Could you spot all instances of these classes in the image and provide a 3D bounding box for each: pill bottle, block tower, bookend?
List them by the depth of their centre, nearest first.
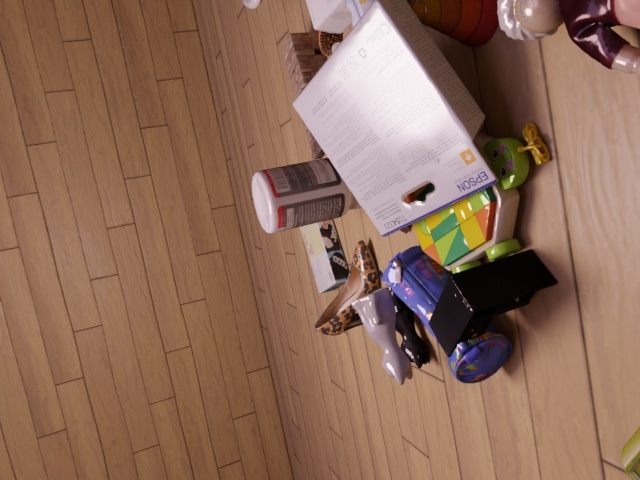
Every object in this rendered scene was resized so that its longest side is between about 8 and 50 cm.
[{"bbox_3d":[0.279,0.107,0.855,0.157,0.156,0.072,96,153,-52],"label":"bookend"},{"bbox_3d":[-0.020,-0.124,1.327,0.161,0.283,0.161,166,90,-71],"label":"pill bottle"},{"bbox_3d":[-0.012,-0.399,1.418,0.091,0.097,0.336,144,114,-69],"label":"block tower"}]

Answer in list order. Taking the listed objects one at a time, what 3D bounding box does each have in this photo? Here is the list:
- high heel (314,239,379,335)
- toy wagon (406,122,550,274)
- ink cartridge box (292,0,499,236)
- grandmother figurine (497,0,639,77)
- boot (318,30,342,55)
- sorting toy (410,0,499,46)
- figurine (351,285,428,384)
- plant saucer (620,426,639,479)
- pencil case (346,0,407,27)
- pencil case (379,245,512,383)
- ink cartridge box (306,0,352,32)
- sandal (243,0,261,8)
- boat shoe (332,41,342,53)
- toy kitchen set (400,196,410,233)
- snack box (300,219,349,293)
[{"bbox_3d":[0.063,0.137,1.410,0.093,0.186,0.261,-142,43,-61],"label":"high heel"},{"bbox_3d":[0.258,-0.089,0.905,0.344,0.068,0.267,126,127,-65],"label":"toy wagon"},{"bbox_3d":[0.123,-0.196,0.911,0.330,0.071,0.324,55,149,-4],"label":"ink cartridge box"},{"bbox_3d":[0.328,-0.280,0.549,0.342,0.104,0.208,-154,62,-62],"label":"grandmother figurine"},{"bbox_3d":[0.017,-0.551,1.301,0.084,0.059,0.158,-135,45,-61],"label":"boot"},{"bbox_3d":[0.225,-0.414,0.702,0.365,0.126,0.127,119,134,-63],"label":"sorting toy"},{"bbox_3d":[0.174,0.209,1.171,0.092,0.215,0.210,-25,82,27],"label":"figurine"},{"bbox_3d":[0.463,0.298,0.623,0.188,0.045,0.188,-124,28,-45],"label":"plant saucer"},{"bbox_3d":[0.132,-0.355,1.000,0.113,0.124,0.273,164,94,-71],"label":"pencil case"},{"bbox_3d":[0.237,0.133,1.018,0.119,0.133,0.306,-50,44,16],"label":"pencil case"},{"bbox_3d":[0.077,-0.675,1.061,0.385,0.091,0.308,-24,79,53],"label":"ink cartridge box"},{"bbox_3d":[-0.184,-0.853,1.607,0.416,0.102,0.169,-104,30,-42],"label":"sandal"},{"bbox_3d":[0.059,-0.423,1.281,0.043,0.049,0.137,-39,-60,-64],"label":"boat shoe"},{"bbox_3d":[0.186,-0.076,1.171,0.083,0.075,0.068,-49,48,17],"label":"toy kitchen set"},{"bbox_3d":[0.000,0.000,1.687,0.187,0.060,0.322,136,119,-67],"label":"snack box"}]
